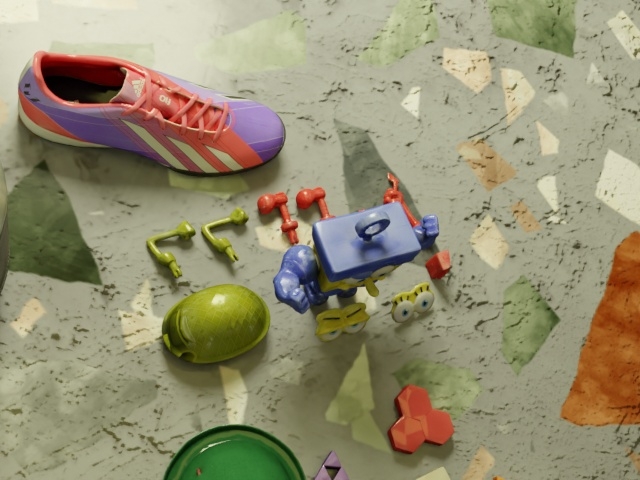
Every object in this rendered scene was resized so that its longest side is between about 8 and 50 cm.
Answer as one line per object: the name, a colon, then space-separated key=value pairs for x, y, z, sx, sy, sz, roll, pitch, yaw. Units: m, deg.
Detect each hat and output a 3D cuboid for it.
hat: x=-0.070 y=0.278 z=1.094 sx=0.173 sy=0.183 sz=0.208 roll=1 pitch=71 yaw=-16

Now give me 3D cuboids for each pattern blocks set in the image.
pattern blocks set: x=0.124 y=0.357 z=1.208 sx=0.285 sy=0.026 sz=0.325 roll=-38 pitch=85 yaw=-23

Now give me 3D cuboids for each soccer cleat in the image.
soccer cleat: x=-0.190 y=-0.151 z=1.248 sx=0.318 sy=0.116 sz=0.109 roll=10 pitch=69 yaw=-12

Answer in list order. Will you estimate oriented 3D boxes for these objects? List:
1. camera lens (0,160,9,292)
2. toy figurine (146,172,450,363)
camera lens: x=-0.418 y=-0.007 z=1.047 sx=0.219 sy=0.274 sz=0.219 roll=5 pitch=70 yaw=-14
toy figurine: x=0.000 y=0.000 z=1.195 sx=0.362 sy=0.217 sz=0.191 roll=-12 pitch=75 yaw=-20
